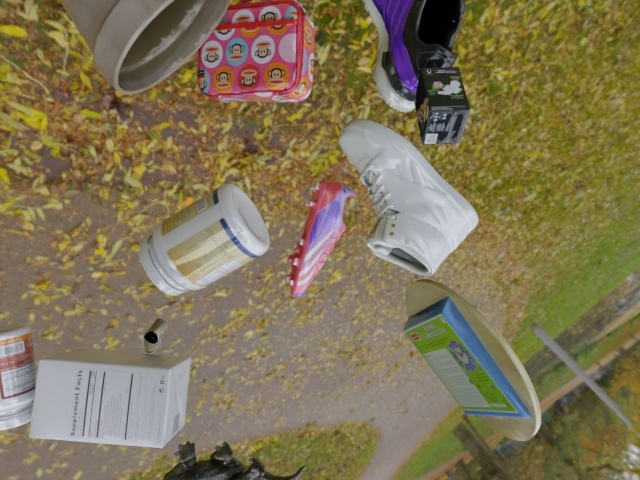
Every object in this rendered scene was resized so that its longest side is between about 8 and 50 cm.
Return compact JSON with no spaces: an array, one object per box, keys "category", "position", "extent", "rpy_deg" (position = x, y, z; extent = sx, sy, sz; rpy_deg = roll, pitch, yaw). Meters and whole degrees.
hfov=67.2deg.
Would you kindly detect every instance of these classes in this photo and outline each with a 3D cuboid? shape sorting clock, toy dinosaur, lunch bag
[{"category":"shape sorting clock","position":[0.167,0.133,0.552],"extent":[0.040,0.206,0.206],"rpy_deg":[-34,151,-16]},{"category":"toy dinosaur","position":[-0.186,0.413,0.829],"extent":[0.314,0.121,0.160],"rpy_deg":[-10,148,-31]},{"category":"lunch bag","position":[-0.159,-0.476,1.190],"extent":[0.120,0.294,0.257],"rpy_deg":[-9,103,-69]}]

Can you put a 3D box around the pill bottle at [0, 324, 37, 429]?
[{"category":"pill bottle","position":[-0.720,0.312,1.105],"extent":[0.121,0.215,0.121],"rpy_deg":[-6,-178,0]}]

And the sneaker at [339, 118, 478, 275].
[{"category":"sneaker","position":[0.115,-0.070,0.824],"extent":[0.169,0.293,0.108],"rpy_deg":[-46,174,-24]}]

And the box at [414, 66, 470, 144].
[{"category":"box","position":[0.157,-0.177,0.634],"extent":[0.052,0.083,0.062],"rpy_deg":[-1,148,0]}]

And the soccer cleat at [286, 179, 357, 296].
[{"category":"soccer cleat","position":[0.000,0.000,0.967],"extent":[0.095,0.083,0.247],"rpy_deg":[15,91,-14]}]

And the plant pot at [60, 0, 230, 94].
[{"category":"plant pot","position":[-0.389,-0.506,0.962],"extent":[0.323,0.280,0.323],"rpy_deg":[-44,-171,9]}]

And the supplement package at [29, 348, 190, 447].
[{"category":"supplement package","position":[-0.477,0.361,1.128],"extent":[0.293,0.175,0.177],"rpy_deg":[4,175,1]}]

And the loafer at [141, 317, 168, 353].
[{"category":"loafer","position":[-0.497,0.287,1.417],"extent":[0.148,0.056,0.050],"rpy_deg":[-59,176,33]}]

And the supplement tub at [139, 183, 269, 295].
[{"category":"supplement tub","position":[-0.332,0.004,1.389],"extent":[0.316,0.228,0.228],"rpy_deg":[-29,151,11]}]

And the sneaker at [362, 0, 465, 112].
[{"category":"sneaker","position":[0.150,-0.350,0.723],"extent":[0.102,0.293,0.146],"rpy_deg":[7,157,-29]}]
